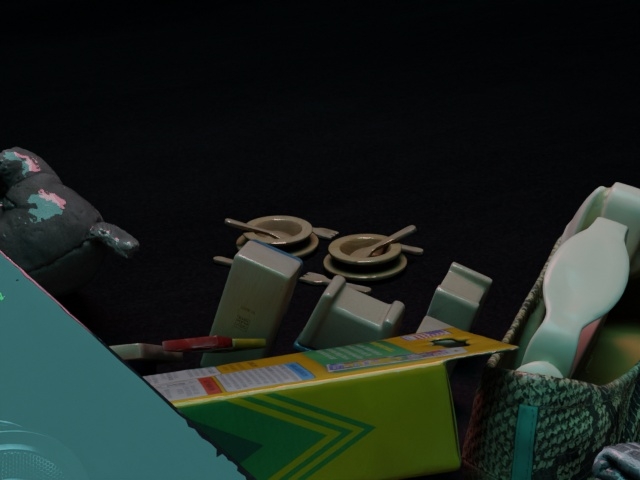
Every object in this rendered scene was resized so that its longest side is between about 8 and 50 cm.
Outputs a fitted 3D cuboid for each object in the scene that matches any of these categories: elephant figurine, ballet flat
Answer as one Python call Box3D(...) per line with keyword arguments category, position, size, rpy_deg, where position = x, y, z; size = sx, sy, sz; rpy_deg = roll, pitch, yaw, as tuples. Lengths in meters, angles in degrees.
Box3D(category="elephant figurine", position=(-0.331, 0.034, 1.482), size=(0.239, 0.186, 0.169), rpy_deg=(-33, 80, -35))
Box3D(category="ballet flat", position=(0.236, 0.058, 1.302), size=(0.164, 0.182, 0.483), rpy_deg=(9, 25, 20))

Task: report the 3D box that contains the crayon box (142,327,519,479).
Box3D(category="crayon box", position=(-0.029, 0.134, 1.160), size=(0.323, 0.083, 0.203), rpy_deg=(-9, 2, -8))

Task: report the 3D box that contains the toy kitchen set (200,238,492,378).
Box3D(category="toy kitchen set", position=(0.027, 0.072, 1.415), size=(0.207, 0.122, 0.166), rpy_deg=(24, 27, 8))

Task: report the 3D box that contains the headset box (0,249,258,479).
Box3D(category="headset box", position=(-0.210, 0.164, 0.925), size=(0.283, 0.131, 0.246), rpy_deg=(39, 61, 22))

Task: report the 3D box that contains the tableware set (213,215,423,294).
Box3D(category="tableware set", position=(0.000, 0.000, 1.640), size=(0.194, 0.039, 0.128), rpy_deg=(11, 26, 29))

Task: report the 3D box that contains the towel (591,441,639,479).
Box3D(category="towel", position=(0.337, 0.191, 1.054), size=(0.284, 0.121, 0.235), rpy_deg=(17, 28, 37))

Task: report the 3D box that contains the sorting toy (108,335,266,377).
Box3D(category="sorting toy", position=(-0.185, 0.116, 1.318), size=(0.275, 0.046, 0.132), rpy_deg=(-7, -7, 9))
